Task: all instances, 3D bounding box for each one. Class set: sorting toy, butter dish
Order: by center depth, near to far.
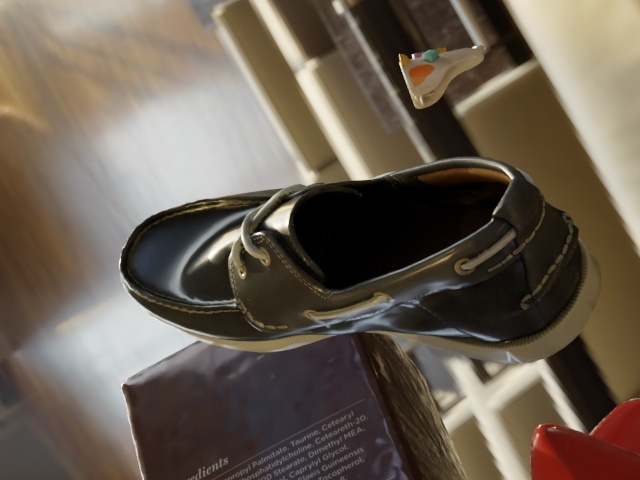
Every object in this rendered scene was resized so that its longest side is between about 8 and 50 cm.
[{"bbox_3d":[0.204,0.141,0.781,0.160,0.118,0.159,19,140,26],"label":"butter dish"},{"bbox_3d":[0.112,-0.155,1.299,0.083,0.075,0.044,25,-136,-84],"label":"sorting toy"}]

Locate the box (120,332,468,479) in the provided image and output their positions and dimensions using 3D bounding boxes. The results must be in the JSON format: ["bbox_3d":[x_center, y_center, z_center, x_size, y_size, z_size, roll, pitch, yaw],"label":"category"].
[{"bbox_3d":[-0.001,0.166,0.929,0.168,0.167,0.203,50,-166,-48],"label":"box"}]

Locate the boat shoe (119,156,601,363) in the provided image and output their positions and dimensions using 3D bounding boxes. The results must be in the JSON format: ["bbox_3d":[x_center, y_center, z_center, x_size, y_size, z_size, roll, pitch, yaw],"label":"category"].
[{"bbox_3d":[0.000,0.000,0.621,0.233,0.084,0.079,1,151,36],"label":"boat shoe"}]
